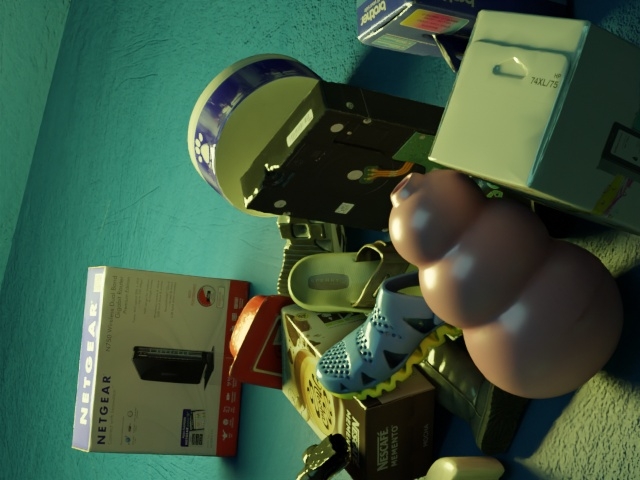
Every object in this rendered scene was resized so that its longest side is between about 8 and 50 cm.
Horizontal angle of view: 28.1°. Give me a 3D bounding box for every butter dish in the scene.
[{"bbox_3d":[-0.086,0.151,2.111,0.118,0.160,0.160,36,104,46],"label":"butter dish"}]

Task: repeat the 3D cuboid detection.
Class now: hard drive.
[{"bbox_3d":[0.086,-0.108,1.825,0.237,0.339,0.064,-48,44,43],"label":"hard drive"}]

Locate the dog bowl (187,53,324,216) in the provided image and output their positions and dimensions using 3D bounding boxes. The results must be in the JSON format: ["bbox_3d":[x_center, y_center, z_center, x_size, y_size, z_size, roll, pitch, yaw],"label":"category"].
[{"bbox_3d":[-0.085,-0.177,2.167,0.104,0.265,0.265,43,119,49],"label":"dog bowl"}]

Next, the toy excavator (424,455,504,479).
[{"bbox_3d":[0.279,0.411,1.567,0.445,0.222,0.433,126,140,-49],"label":"toy excavator"}]

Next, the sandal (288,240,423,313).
[{"bbox_3d":[0.082,0.055,1.937,0.302,0.086,0.120,-9,68,21],"label":"sandal"}]

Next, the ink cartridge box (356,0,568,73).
[{"bbox_3d":[0.194,-0.399,1.779,0.151,0.270,0.395,-23,64,59],"label":"ink cartridge box"}]

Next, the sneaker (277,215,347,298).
[{"bbox_3d":[0.000,0.000,2.156,0.122,0.146,0.331,6,114,22],"label":"sneaker"}]

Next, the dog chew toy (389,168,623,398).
[{"bbox_3d":[0.219,0.043,1.600,0.206,0.332,0.206,-46,8,8],"label":"dog chew toy"}]

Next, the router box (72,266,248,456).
[{"bbox_3d":[-0.292,0.229,2.371,0.082,0.301,0.335,-4,81,57],"label":"router box"}]

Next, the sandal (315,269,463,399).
[{"bbox_3d":[0.119,0.102,1.798,0.317,0.138,0.126,-36,35,7],"label":"sandal"}]

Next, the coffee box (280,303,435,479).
[{"bbox_3d":[0.051,0.230,1.966,0.297,0.119,0.168,44,141,52],"label":"coffee box"}]

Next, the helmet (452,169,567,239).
[{"bbox_3d":[0.253,-0.066,1.737,0.161,0.169,0.169,5,87,40],"label":"helmet"}]

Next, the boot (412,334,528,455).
[{"bbox_3d":[0.216,0.181,1.823,0.190,0.076,0.208,-68,29,20],"label":"boot"}]

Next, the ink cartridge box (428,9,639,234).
[{"bbox_3d":[0.311,-0.134,1.523,0.198,0.270,0.197,23,94,57],"label":"ink cartridge box"}]

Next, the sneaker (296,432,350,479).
[{"bbox_3d":[0.012,0.320,1.885,0.089,0.051,0.170,-48,1,13],"label":"sneaker"}]
